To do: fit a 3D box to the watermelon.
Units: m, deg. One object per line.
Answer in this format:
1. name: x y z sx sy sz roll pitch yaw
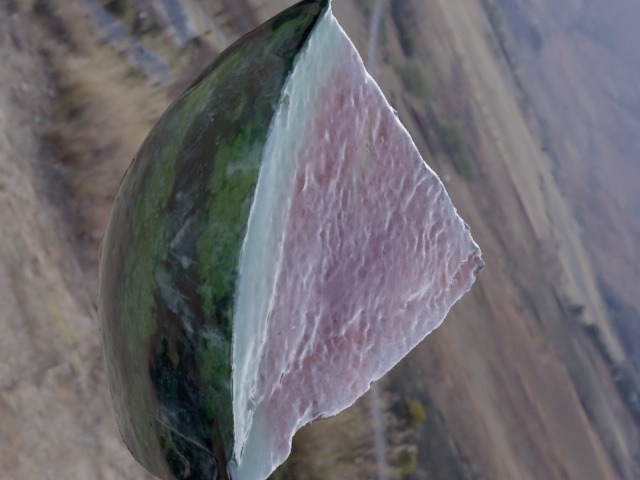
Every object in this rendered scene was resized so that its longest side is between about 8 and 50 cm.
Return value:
1. watermelon: -0.023 -0.006 0.563 0.202 0.136 0.207 -12 122 -62
